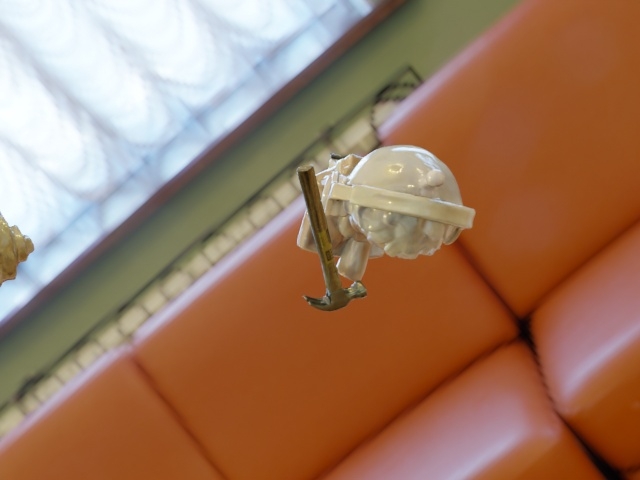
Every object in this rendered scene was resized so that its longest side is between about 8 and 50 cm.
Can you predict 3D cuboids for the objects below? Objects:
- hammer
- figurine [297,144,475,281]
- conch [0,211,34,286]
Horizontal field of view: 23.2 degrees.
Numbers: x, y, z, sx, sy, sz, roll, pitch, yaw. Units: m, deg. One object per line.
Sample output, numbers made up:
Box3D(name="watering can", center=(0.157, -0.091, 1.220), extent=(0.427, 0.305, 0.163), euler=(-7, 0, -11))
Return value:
Box3D(name="hammer", center=(0.000, 0.000, 1.521), extent=(0.062, 0.182, 0.017), euler=(-25, 41, -11))
Box3D(name="figurine", center=(0.070, -0.029, 1.662), extent=(0.237, 0.162, 0.141), euler=(-3, 76, 63))
Box3D(name="conch", center=(-0.331, 0.026, 1.028), extent=(0.352, 0.210, 0.297), euler=(-29, -28, -46))
